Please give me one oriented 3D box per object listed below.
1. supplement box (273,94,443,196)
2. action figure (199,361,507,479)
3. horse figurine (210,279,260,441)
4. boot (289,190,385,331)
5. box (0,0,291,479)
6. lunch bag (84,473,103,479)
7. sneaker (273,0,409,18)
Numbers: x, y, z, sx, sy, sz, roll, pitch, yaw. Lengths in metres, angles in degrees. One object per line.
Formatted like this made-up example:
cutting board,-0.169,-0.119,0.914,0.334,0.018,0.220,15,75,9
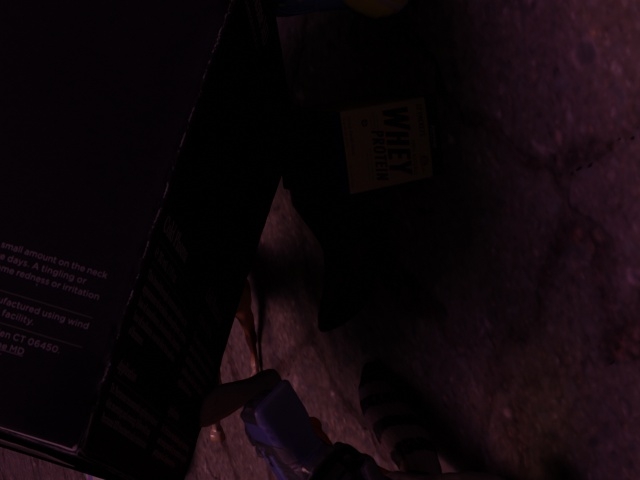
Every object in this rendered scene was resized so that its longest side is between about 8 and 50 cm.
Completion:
supplement box,0.025,-0.067,0.860,0.083,0.083,0.056,12,112,60
action figure,0.058,0.167,0.817,0.330,0.178,0.341,23,147,51
horse figurine,-0.100,0.071,1.089,0.263,0.066,0.174,-40,-56,-76
boot,0.000,0.000,0.988,0.114,0.037,0.106,54,132,32
box,-0.152,-0.013,0.829,0.343,0.179,0.312,84,-156,-74
lunch bag,-0.225,0.151,1.402,0.224,0.108,0.279,53,145,33
sneaker,-0.040,-0.222,0.869,0.240,0.126,0.091,42,137,47
